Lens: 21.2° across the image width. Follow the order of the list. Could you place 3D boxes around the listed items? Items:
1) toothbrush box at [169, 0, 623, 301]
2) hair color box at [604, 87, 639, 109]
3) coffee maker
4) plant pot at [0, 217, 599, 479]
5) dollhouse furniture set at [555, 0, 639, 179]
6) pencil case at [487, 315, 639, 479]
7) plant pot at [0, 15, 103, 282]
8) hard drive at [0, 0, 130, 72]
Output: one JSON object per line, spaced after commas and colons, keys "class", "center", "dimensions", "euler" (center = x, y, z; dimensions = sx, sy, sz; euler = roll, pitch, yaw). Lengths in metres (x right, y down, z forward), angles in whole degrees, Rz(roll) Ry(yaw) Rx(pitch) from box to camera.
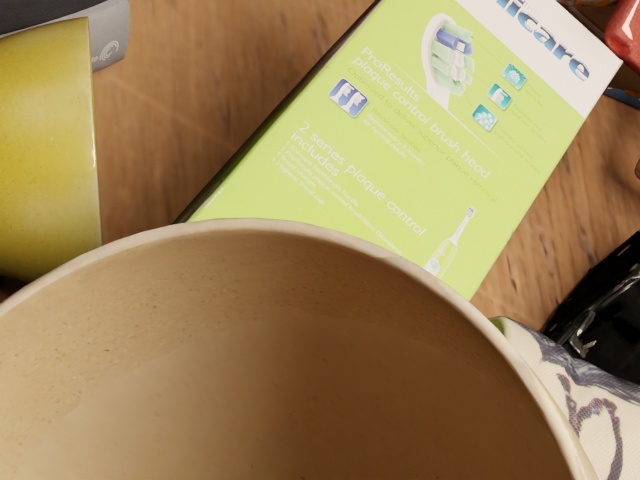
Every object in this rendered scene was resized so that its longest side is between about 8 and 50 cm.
{"class": "toothbrush box", "center": [0.000, 0.000, 0.843], "dimensions": [0.122, 0.206, 0.283], "euler": [43, 48, -4]}
{"class": "hair color box", "center": [0.253, -0.183, 1.195], "dimensions": [0.347, 0.105, 0.174], "euler": [20, 57, -23]}
{"class": "coffee maker", "center": [0.222, 0.090, 1.007], "dimensions": [0.178, 0.120, 0.171], "euler": [47, 57, 0]}
{"class": "plant pot", "center": [-0.009, 0.159, 0.589], "dimensions": [0.191, 0.284, 0.284], "euler": [41, 35, -55]}
{"class": "dollhouse furniture set", "center": [0.285, -0.082, 1.022], "dimensions": [0.374, 0.201, 0.152], "euler": [36, 85, -23]}
{"class": "pencil case", "center": [0.195, 0.189, 0.887], "dimensions": [0.410, 0.160, 0.183], "euler": [27, 80, -17]}
{"class": "plant pot", "center": [-0.155, -0.039, 0.828], "dimensions": [0.095, 0.134, 0.134], "euler": [-4, 61, -6]}
{"class": "hard drive", "center": [-0.227, -0.142, 0.879], "dimensions": [0.254, 0.054, 0.172], "euler": [-20, 75, -41]}
